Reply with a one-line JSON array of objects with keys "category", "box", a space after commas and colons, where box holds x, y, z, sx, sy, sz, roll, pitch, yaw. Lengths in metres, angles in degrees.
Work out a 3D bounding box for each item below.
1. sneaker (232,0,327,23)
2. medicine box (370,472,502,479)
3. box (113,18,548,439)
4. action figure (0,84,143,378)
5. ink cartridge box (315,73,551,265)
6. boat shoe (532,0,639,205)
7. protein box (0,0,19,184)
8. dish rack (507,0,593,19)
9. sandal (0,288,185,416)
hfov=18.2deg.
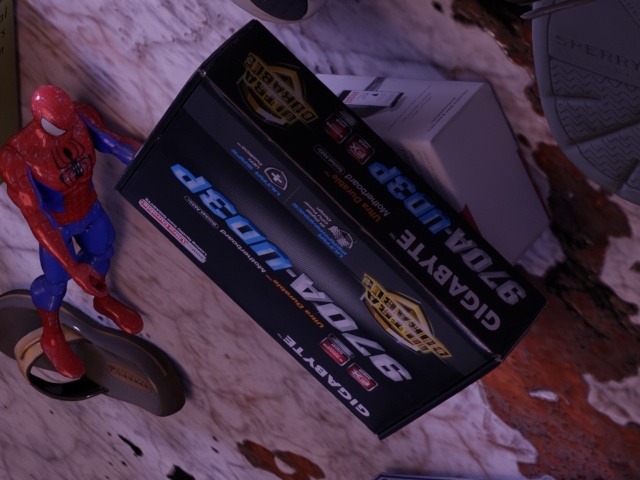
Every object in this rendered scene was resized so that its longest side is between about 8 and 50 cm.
[{"category": "sneaker", "box": [-0.091, -0.180, 1.066, 0.235, 0.094, 0.153, 41, 152, 7]}, {"category": "medicine box", "box": [0.066, 0.295, 1.274, 0.263, 0.289, 0.149, -5, 122, 54]}, {"category": "box", "box": [0.000, 0.000, 1.103, 0.220, 0.051, 0.175, 44, 152, -2]}, {"category": "action figure", "box": [-0.148, 0.007, 1.384, 0.139, 0.091, 0.280, 36, 152, 28]}, {"category": "ink cartridge box", "box": [0.047, -0.037, 1.111, 0.135, 0.056, 0.099, 7, 135, 47]}, {"category": "boat shoe", "box": [0.147, -0.156, 0.801, 0.118, 0.103, 0.320, 26, 142, 34]}, {"category": "protein box", "box": [-0.324, -0.085, 1.370, 0.136, 0.200, 0.201, 35, 150, 16]}, {"category": "dish rack", "box": [0.153, -0.173, 0.645, 0.271, 0.074, 0.208, -16, 125, 8]}, {"category": "sandal", "box": [-0.200, 0.101, 1.597, 0.219, 0.060, 0.090, 21, 143, 35]}]
